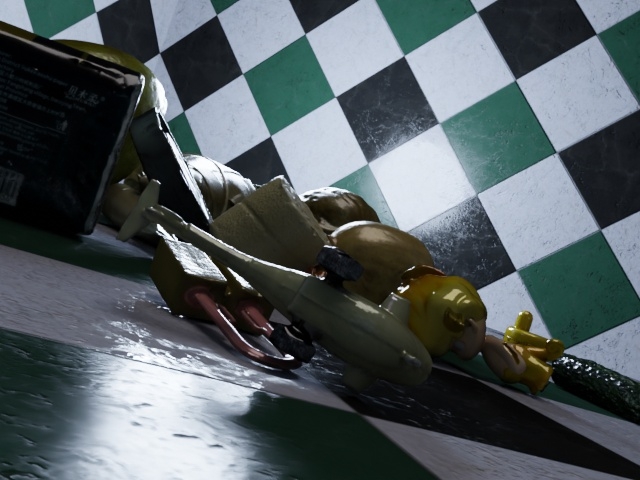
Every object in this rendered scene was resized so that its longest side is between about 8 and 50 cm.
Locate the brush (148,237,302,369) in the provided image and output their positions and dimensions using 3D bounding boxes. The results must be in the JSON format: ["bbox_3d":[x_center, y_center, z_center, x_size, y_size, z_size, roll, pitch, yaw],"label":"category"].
[{"bbox_3d":[-0.082,0.067,0.674,0.103,0.047,0.233,19,10,-30],"label":"brush"}]

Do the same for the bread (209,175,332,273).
[{"bbox_3d":[-0.073,-0.001,1.110,0.148,0.141,0.134,50,10,-39],"label":"bread"}]

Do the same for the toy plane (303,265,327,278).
[{"bbox_3d":[0.018,0.097,1.027,0.135,0.062,0.188,19,14,-41],"label":"toy plane"}]

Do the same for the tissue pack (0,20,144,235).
[{"bbox_3d":[-0.499,-0.190,1.060,0.417,0.264,0.253,17,4,-21],"label":"tissue pack"}]

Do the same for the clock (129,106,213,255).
[{"bbox_3d":[-0.235,-0.084,1.213,0.055,0.280,0.280,-25,4,-5],"label":"clock"}]

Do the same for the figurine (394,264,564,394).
[{"bbox_3d":[0.210,0.130,1.037,0.246,0.131,0.156,32,-17,11],"label":"figurine"}]

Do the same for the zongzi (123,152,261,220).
[{"bbox_3d":[-0.418,-0.160,1.770,0.500,0.218,0.467,22,-7,32],"label":"zongzi"}]

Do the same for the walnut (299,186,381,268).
[{"bbox_3d":[0.000,0.000,1.600,0.283,0.227,0.283,18,-13,4],"label":"walnut"}]

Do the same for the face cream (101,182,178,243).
[{"bbox_3d":[-0.331,-0.031,1.420,0.137,0.084,0.341,35,-5,-41],"label":"face cream"}]

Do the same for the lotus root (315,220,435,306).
[{"bbox_3d":[0.080,0.049,1.398,0.310,0.182,0.183,18,0,-26],"label":"lotus root"}]

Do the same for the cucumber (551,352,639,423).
[{"bbox_3d":[0.476,0.244,1.166,0.068,0.067,0.293,19,0,-20],"label":"cucumber"}]

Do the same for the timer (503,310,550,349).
[{"bbox_3d":[0.452,0.211,1.589,0.107,0.109,0.107,19,0,0],"label":"timer"}]

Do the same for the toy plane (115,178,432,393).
[{"bbox_3d":[-0.035,0.038,0.606,0.286,0.092,0.108,30,-9,0],"label":"toy plane"}]

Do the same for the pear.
[{"bbox_3d":[-0.535,-0.255,1.543,0.413,0.352,0.352,-26,31,-37],"label":"pear"}]
